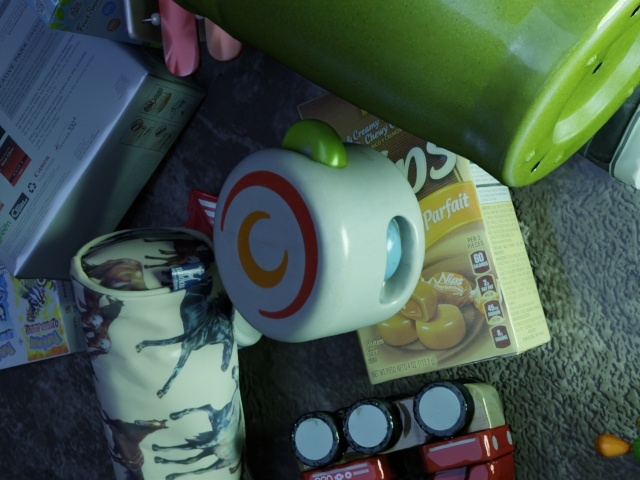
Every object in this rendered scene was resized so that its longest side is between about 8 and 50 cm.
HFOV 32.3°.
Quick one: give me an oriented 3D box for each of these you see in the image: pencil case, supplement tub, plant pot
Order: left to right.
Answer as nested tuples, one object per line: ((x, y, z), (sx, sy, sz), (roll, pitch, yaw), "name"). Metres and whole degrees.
((-0.156, 0.189, 1.252), (0.183, 0.160, 0.410), (-7, 113, 0), "pencil case")
((-0.128, 0.106, 1.340), (0.107, 0.071, 0.071), (-21, 82, 34), "supplement tub")
((0.108, -0.239, 0.925), (0.353, 0.366, 0.366), (43, 115, 17), "plant pot")

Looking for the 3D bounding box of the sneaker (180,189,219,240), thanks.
((-0.162, 0.012, 1.361), (0.221, 0.087, 0.128), (-16, 76, 21), "sneaker")

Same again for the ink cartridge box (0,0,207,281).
((-0.343, -0.152, 1.403), (0.272, 0.130, 0.309), (43, 106, 23), "ink cartridge box")

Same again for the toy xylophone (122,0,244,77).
((-0.069, -0.320, 1.218), (0.322, 0.081, 0.236), (-13, 89, 13), "toy xylophone")

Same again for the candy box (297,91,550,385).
((0.105, -0.022, 1.165), (0.183, 0.087, 0.316), (-18, 85, 34), "candy box")

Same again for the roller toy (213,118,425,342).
((0.000, 0.000, 1.098), (0.209, 0.146, 0.191), (-41, 67, 43), "roller toy")

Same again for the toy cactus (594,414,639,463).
((0.329, 0.212, 0.979), (0.112, 0.180, 0.219), (-16, 85, 33), "toy cactus")

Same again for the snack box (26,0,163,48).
((-0.268, -0.310, 1.308), (0.174, 0.207, 0.070), (48, 117, 29), "snack box")

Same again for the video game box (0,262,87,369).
((-0.423, 0.081, 1.548), (0.205, 0.048, 0.187), (-15, 87, 33), "video game box")

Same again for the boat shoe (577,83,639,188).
((0.321, -0.198, 1.005), (0.102, 0.108, 0.301), (35, 119, 25), "boat shoe")

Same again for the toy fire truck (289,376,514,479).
((0.091, 0.278, 1.125), (0.217, 0.158, 0.246), (-17, 79, 21), "toy fire truck")
